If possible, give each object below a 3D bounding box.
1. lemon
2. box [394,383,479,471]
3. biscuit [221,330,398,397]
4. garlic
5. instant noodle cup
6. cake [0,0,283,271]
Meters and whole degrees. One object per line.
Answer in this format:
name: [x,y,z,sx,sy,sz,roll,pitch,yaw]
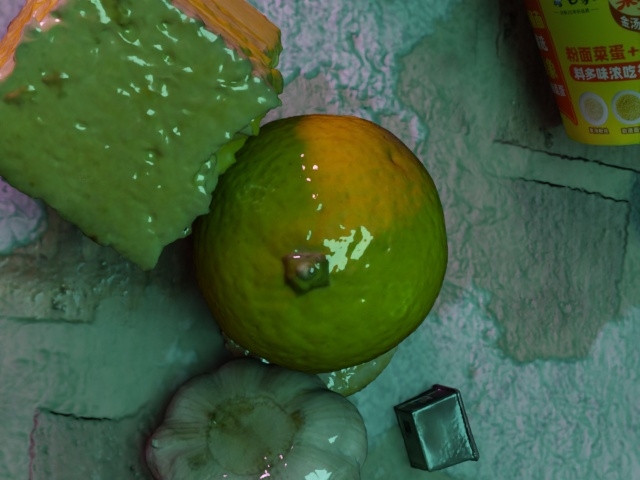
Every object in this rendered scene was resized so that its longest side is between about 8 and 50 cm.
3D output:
lemon: [-0.001,0.001,1.309,0.267,0.267,0.267,1,87,-27]
box: [0.125,0.208,1.506,0.063,0.060,0.085,-20,98,-22]
biscuit: [-0.005,0.068,1.458,0.220,0.033,0.220,2,86,-25]
garlic: [-0.057,0.238,1.372,0.218,0.218,0.212,-44,147,-22]
instant noodle cup: [0.365,-0.243,1.534,0.311,0.311,0.221,-21,106,-26]
cake: [-0.174,-0.157,1.268,0.227,0.286,0.222,38,106,-20]
